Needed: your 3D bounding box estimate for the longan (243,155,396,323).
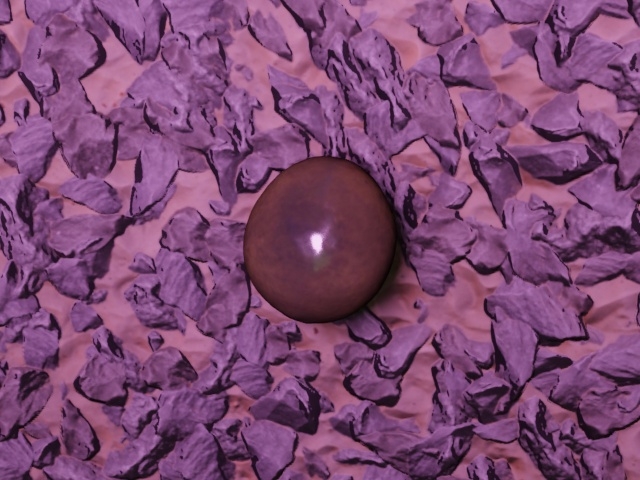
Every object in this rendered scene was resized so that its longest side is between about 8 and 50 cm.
[{"bbox_3d":[0.000,0.000,2.097,0.167,0.167,0.187,13,94,0],"label":"longan"}]
